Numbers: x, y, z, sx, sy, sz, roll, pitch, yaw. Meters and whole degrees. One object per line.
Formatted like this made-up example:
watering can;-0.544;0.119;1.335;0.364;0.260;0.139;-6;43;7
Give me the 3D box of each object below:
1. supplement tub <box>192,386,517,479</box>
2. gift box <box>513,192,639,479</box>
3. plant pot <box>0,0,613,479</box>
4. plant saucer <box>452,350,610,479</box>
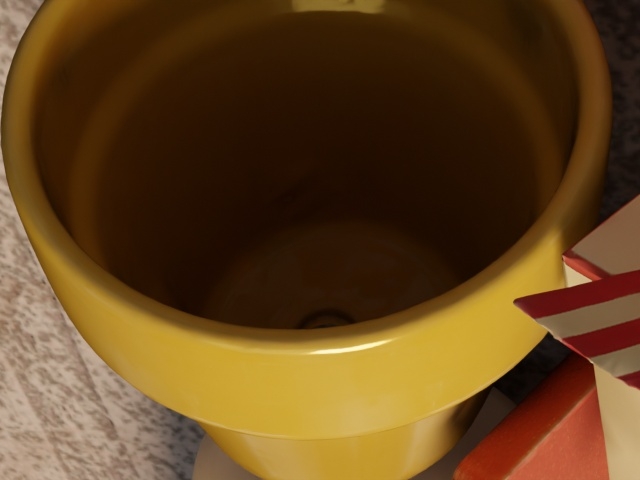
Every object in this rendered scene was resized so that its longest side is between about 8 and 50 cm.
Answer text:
supplement tub;0.026;0.247;0.921;0.235;0.235;0.324;10;133;10
gift box;0.238;0.055;0.592;0.276;0.255;0.258;30;148;39
plant pot;0.000;0.000;0.716;0.254;0.254;0.239;9;148;10
plant saucer;0.151;0.144;0.774;0.048;0.258;0.259;18;131;36
